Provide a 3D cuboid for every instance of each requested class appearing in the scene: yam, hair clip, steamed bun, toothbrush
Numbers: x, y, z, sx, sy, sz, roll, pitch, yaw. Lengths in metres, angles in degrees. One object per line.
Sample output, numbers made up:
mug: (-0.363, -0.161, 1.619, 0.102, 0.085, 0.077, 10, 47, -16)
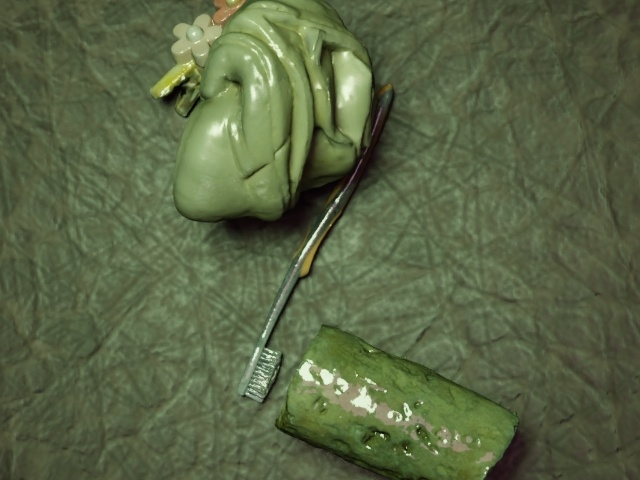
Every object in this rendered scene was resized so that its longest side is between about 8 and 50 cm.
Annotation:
yam: (0.067, 0.155, 1.068, 0.194, 0.107, 0.107, 23, 85, 7)
hair clip: (-0.083, -0.210, 1.155, 0.214, 0.056, 0.062, -49, 49, -2)
steamed bun: (-0.025, -0.108, 1.067, 0.144, 0.218, 0.211, 21, 111, 7)
toothbrush: (-0.003, -0.001, 1.137, 0.031, 0.023, 0.321, 23, 86, 1)
